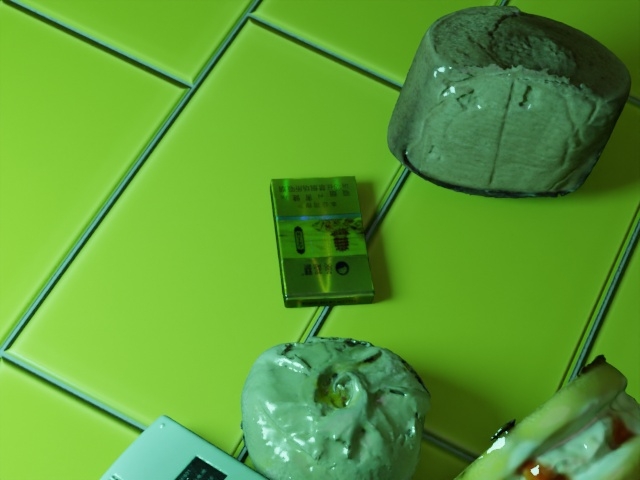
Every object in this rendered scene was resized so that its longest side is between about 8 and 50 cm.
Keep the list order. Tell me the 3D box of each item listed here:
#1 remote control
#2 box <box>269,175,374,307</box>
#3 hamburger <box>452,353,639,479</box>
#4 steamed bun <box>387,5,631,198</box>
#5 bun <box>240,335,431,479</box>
[{"bbox_3d":[-0.101,0.331,1.490,0.344,0.050,0.145,27,59,30],"label":"remote control"},{"bbox_3d":[0.000,0.000,1.778,0.121,0.030,0.193,-3,59,-9],"label":"box"},{"bbox_3d":[0.273,0.294,1.509,0.303,0.261,0.186,-32,72,-15],"label":"hamburger"},{"bbox_3d":[0.256,-0.203,1.813,0.301,0.251,0.199,10,49,-7],"label":"steamed bun"},{"bbox_3d":[0.022,0.213,1.583,0.239,0.141,0.239,3,55,-5],"label":"bun"}]
